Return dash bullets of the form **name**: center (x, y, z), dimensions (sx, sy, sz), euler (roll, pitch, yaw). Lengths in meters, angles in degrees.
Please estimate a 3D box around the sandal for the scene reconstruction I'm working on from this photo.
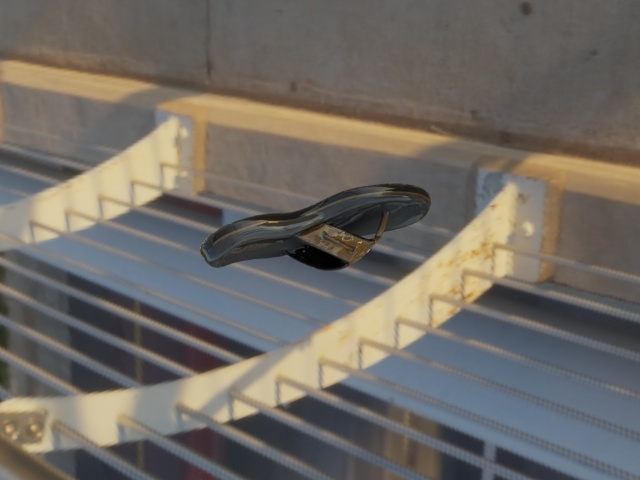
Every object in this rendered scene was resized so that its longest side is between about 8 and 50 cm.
- **sandal**: center (0.000, 0.000, 0.933), dimensions (0.090, 0.219, 0.060), euler (117, 138, -65)
